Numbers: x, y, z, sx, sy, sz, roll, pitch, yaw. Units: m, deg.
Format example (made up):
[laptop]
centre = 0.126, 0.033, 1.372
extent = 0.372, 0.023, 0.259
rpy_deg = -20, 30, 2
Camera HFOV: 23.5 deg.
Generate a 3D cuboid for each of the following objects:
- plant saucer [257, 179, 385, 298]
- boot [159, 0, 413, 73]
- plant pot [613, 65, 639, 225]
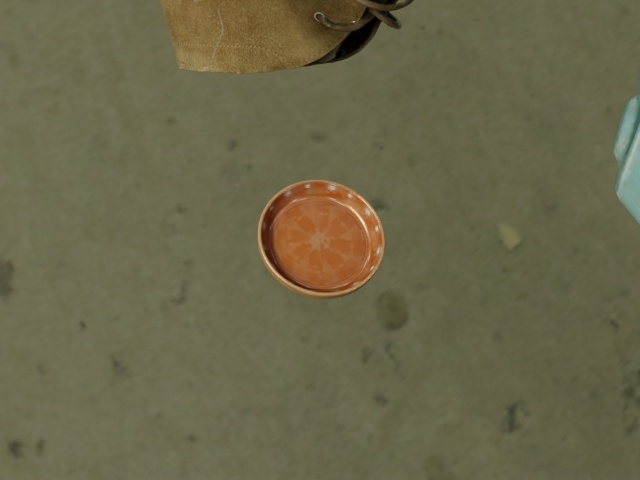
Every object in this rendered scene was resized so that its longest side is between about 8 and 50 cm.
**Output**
[plant saucer]
centre = 0.000, 0.000, 0.999
extent = 0.083, 0.083, 0.013
rpy_deg = 42, 153, 11
[boot]
centre = 0.032, -0.141, 0.719
extent = 0.305, 0.112, 0.115
rpy_deg = -1, 92, 46
[plant pot]
centre = 0.248, -0.075, 0.542
extent = 0.252, 0.247, 0.248
rpy_deg = 18, 133, 6
